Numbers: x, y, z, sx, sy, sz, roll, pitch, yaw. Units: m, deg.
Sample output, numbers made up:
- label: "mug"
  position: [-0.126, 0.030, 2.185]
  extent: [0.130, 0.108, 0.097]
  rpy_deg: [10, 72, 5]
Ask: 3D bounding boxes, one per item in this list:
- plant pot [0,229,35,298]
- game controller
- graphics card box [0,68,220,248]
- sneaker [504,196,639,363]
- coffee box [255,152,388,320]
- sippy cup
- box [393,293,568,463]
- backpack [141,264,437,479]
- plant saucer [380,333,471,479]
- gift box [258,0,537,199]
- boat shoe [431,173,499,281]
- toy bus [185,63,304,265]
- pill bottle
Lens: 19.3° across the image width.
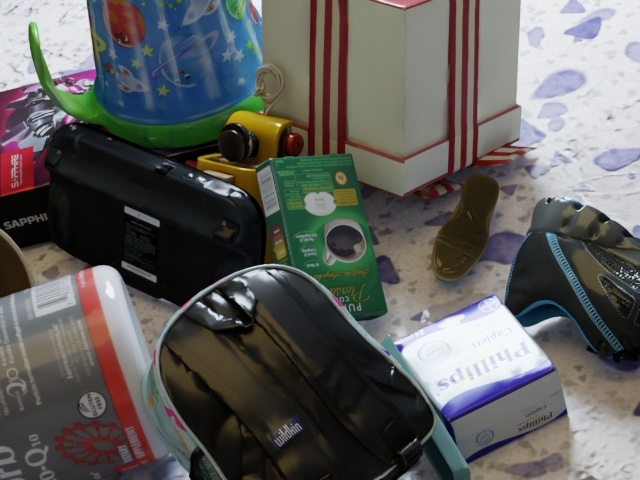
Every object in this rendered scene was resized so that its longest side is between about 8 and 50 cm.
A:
- label: "plant pot"
  position: [-0.475, 0.053, 2.113]
  extent: [0.237, 0.237, 0.254]
  rpy_deg: [-33, 28, -20]
- label: "game controller"
  position: [-0.191, -0.018, 2.120]
  extent: [0.319, 0.166, 0.067]
  rpy_deg: [23, 38, 33]
- label: "graphics card box"
  position: [-0.286, -0.112, 2.328]
  extent: [0.371, 0.094, 0.233]
  rpy_deg: [-12, 39, 2]
- label: "sneaker"
  position: [0.346, 0.075, 1.908]
  extent: [0.341, 0.125, 0.139]
  rpy_deg: [21, 79, 33]
- label: "coffee box"
  position: [0.000, 0.000, 2.025]
  extent: [0.113, 0.184, 0.040]
  rpy_deg: [-6, -13, -35]
- label: "sippy cup"
  position: [-0.177, -0.265, 2.225]
  extent: [0.240, 0.224, 0.305]
  rpy_deg: [22, 50, 35]
- label: "box"
  position: [0.159, 0.139, 1.900]
  extent: [0.126, 0.072, 0.137]
  rpy_deg: [-25, 41, -11]
- label: "backpack"
  position: [-0.043, 0.160, 1.808]
  extent: [0.225, 0.191, 0.253]
  rpy_deg: [-37, 81, -24]
- label: "plant saucer"
  position: [0.101, 0.179, 1.856]
  extent: [0.018, 0.067, 0.192]
  rpy_deg: [-21, 47, -11]
- label: "gift box"
  position: [0.102, -0.199, 2.185]
  extent: [0.276, 0.258, 0.255]
  rpy_deg: [-21, 33, -39]
- label: "boat shoe"
  position: [0.159, -0.007, 2.101]
  extent: [0.056, 0.048, 0.153]
  rpy_deg: [19, 53, 3]
- label: "toy bus"
  position: [-0.090, -0.067, 2.126]
  extent: [0.104, 0.191, 0.202]
  rpy_deg: [-13, 67, -56]
- label: "pill bottle"
  position: [-0.347, 0.176, 1.915]
  extent: [0.363, 0.210, 0.210]
  rpy_deg: [-19, 39, -3]
